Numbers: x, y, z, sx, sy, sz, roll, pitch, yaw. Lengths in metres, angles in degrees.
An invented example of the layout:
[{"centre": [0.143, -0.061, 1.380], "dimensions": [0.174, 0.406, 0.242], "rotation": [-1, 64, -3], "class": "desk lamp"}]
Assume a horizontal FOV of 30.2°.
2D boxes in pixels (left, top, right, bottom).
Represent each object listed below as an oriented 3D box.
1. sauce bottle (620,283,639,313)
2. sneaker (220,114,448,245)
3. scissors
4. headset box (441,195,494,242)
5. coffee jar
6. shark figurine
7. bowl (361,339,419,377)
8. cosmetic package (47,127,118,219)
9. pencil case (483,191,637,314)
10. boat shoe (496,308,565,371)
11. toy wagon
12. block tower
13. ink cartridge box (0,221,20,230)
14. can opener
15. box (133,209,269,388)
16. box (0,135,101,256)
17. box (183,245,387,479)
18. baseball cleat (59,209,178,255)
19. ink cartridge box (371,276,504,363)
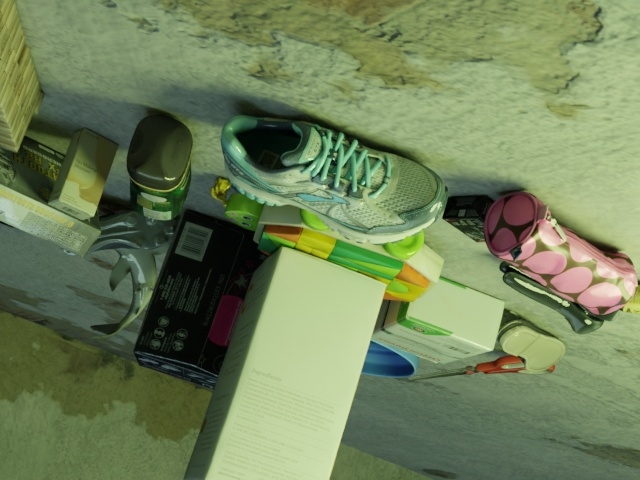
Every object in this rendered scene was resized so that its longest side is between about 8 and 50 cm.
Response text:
[{"centre": [0.418, 0.077, 1.571], "dimensions": [0.128, 0.042, 0.042], "rotation": [7, 161, 37], "class": "sauce bottle"}, {"centre": [0.007, -0.078, 1.379], "dimensions": [0.283, 0.110, 0.122], "rotation": [13, 160, 17], "class": "sneaker"}, {"centre": [0.282, 0.229, 2.144], "dimensions": [0.297, 0.021, 0.109], "rotation": [-6, 162, 24], "class": "scissors"}, {"centre": [0.203, -0.024, 1.479], "dimensions": [0.083, 0.032, 0.062], "rotation": [30, 161, -38], "class": "headset box"}, {"centre": [-0.213, -0.096, 1.569], "dimensions": [0.079, 0.096, 0.184], "rotation": [16, 163, -3], "class": "coffee jar"}, {"centre": [-0.346, 0.056, 2.164], "dimensions": [0.166, 0.278, 0.116], "rotation": [-6, -146, -21], "class": "shark figurine"}, {"centre": [0.003, 0.158, 2.220], "dimensions": [0.391, 0.077, 0.391], "rotation": [16, 164, 5], "class": "bowl"}, {"centre": [-0.334, -0.093, 1.670], "dimensions": [0.060, 0.115, 0.041], "rotation": [26, 159, -31], "class": "cosmetic package"}, {"centre": [0.296, 0.018, 1.429], "dimensions": [0.209, 0.095, 0.098], "rotation": [26, 142, -34], "class": "pencil case"}, {"centre": [0.338, 0.160, 1.938], "dimensions": [0.206, 0.075, 0.065], "rotation": [30, -157, -53], "class": "boat shoe"}, {"centre": [0.000, 0.000, 1.711], "dimensions": [0.344, 0.068, 0.267], "rotation": [18, 164, -3], "class": "toy wagon"}, {"centre": [-0.405, -0.207, 1.410], "dimensions": [0.091, 0.097, 0.335], "rotation": [19, 165, -1], "class": "block tower"}, {"centre": [-0.512, -0.063, 2.038], "dimensions": [0.175, 0.072, 0.127], "rotation": [18, 164, -4], "class": "ink cartridge box"}, {"centre": [0.328, 0.074, 1.658], "dimensions": [0.186, 0.073, 0.059], "rotation": [25, -158, -14], "class": "can opener"}, {"centre": [-0.187, 0.102, 1.923], "dimensions": [0.163, 0.247, 0.142], "rotation": [18, 163, 1], "class": "box"}, {"centre": [-0.437, -0.089, 1.720], "dimensions": [0.231, 0.056, 0.183], "rotation": [28, -158, -30], "class": "box"}, {"centre": [-0.055, 0.211, 1.721], "dimensions": [0.168, 0.345, 0.215], "rotation": [20, 164, -9], "class": "box"}, {"centre": [-0.335, -0.022, 1.987], "dimensions": [0.206, 0.072, 0.109], "rotation": [-5, -166, 1], "class": "baseball cleat"}, {"centre": [0.180, 0.128, 1.909], "dimensions": [0.153, 0.087, 0.208], "rotation": [21, 163, -12], "class": "ink cartridge box"}]
